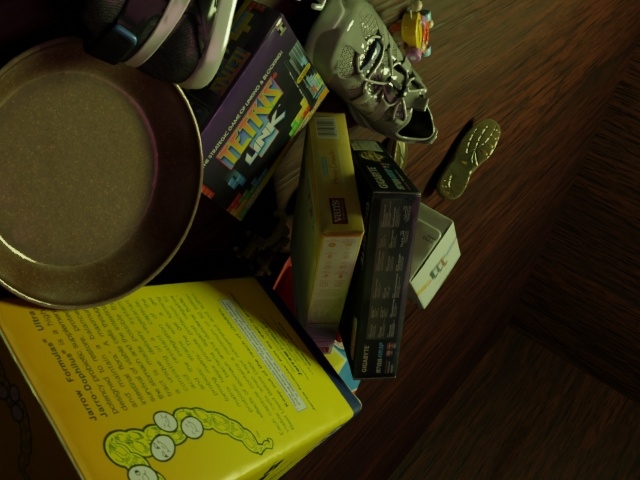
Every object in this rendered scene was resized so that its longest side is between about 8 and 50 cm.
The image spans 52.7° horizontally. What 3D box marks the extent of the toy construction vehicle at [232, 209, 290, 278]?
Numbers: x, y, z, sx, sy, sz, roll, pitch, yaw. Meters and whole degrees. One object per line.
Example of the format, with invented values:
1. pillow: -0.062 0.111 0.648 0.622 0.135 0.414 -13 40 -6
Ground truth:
1. toy construction vehicle: -0.069 0.015 0.810 0.098 0.035 0.086 -52 156 -13

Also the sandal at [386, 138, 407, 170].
1. sandal: 0.092 -0.076 1.004 0.072 0.049 0.180 -13 116 -65

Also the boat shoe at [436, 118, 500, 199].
1. boat shoe: 0.278 -0.158 1.249 0.178 0.064 0.060 -56 -173 -2

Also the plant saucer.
1. plant saucer: -0.174 -0.048 0.479 0.198 0.036 0.198 -21 117 -47

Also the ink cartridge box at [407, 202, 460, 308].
1. ink cartridge box: 0.151 0.016 1.118 0.127 0.128 0.176 -54 155 -8

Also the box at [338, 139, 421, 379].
1. box: 0.053 0.016 0.727 0.175 0.051 0.220 -108 -160 -63

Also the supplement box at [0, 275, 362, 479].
1. supplement box: -0.151 0.173 0.593 0.194 0.195 0.356 -46 160 20

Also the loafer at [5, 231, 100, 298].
1. loafer: -0.225 0.037 0.539 0.125 0.045 0.039 -51 173 0

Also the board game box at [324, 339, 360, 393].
1. board game box: -0.031 0.304 1.196 0.316 0.064 0.242 -25 141 -50

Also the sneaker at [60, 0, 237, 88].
1. sneaker: -0.103 -0.217 0.415 0.121 0.079 0.217 8 97 -42

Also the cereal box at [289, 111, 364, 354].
1. cereal box: 0.000 0.000 0.739 0.047 0.173 0.240 -1 143 -8

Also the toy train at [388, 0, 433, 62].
1. toy train: 0.106 -0.286 0.780 0.166 0.046 0.125 80 21 -44

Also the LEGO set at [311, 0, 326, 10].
1. LEGO set: 0.044 -0.330 0.521 0.132 0.107 0.287 -29 144 -47

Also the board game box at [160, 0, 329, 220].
1. board game box: -0.074 -0.118 0.625 0.170 0.048 0.141 -57 157 -3

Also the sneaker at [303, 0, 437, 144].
1. sneaker: 0.074 -0.189 0.738 0.105 0.115 0.281 -60 156 4

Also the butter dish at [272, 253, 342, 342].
1. butter dish: -0.006 0.104 0.936 0.160 0.118 0.160 -62 156 11
